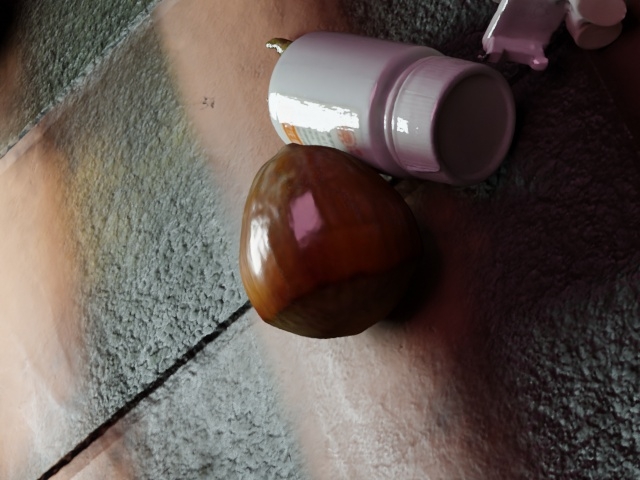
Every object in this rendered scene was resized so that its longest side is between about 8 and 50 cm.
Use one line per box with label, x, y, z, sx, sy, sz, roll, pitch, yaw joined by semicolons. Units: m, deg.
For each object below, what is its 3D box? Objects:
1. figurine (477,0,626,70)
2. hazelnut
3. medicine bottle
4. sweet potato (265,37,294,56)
figurine;0.212;-0.304;1.816;0.144;0.182;0.257;-7;51;-3
hazelnut;0.000;0.000;1.837;0.214;0.176;0.214;21;120;40
medicine bottle;0.072;-0.139;1.864;0.252;0.144;0.144;13;82;49
sweet potato;-0.023;-0.195;2.061;0.041;0.038;0.153;-31;47;3
